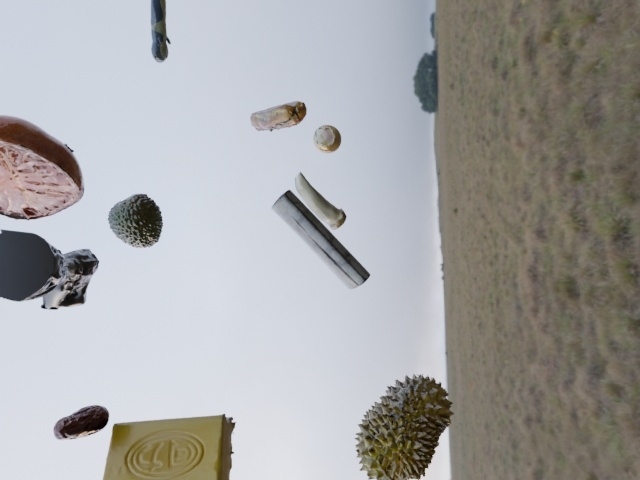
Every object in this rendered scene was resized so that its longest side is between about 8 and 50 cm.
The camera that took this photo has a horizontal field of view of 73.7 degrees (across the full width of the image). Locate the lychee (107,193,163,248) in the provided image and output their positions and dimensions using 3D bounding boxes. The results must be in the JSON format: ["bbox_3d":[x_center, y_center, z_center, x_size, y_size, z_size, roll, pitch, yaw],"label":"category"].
[{"bbox_3d":[-0.556,-0.053,1.301,0.171,0.171,0.171,-2,-90,-74],"label":"lychee"}]

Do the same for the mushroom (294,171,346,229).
[{"bbox_3d":[-0.005,-0.117,1.285,0.209,0.071,0.084,45,-175,-16],"label":"mushroom"}]

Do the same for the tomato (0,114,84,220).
[{"bbox_3d":[-0.558,-0.138,0.793,0.236,0.237,0.095,66,-162,-53],"label":"tomato"}]

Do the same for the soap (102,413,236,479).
[{"bbox_3d":[-0.397,0.580,1.135,0.096,0.325,0.204,76,-172,-58],"label":"soap"}]

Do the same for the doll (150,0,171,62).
[{"bbox_3d":[-0.275,-0.370,0.729,0.037,0.027,0.125,-77,-4,-65],"label":"doll"}]

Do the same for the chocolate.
[{"bbox_3d":[-0.250,0.028,0.394,0.070,0.072,0.147,55,162,-3],"label":"chocolate"}]

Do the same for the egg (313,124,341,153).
[{"bbox_3d":[0.020,-0.286,1.212,0.096,0.080,0.080,12,-103,-80],"label":"egg"}]

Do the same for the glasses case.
[{"bbox_3d":[0.000,0.000,1.098,0.060,0.299,0.114,-45,2,-20],"label":"glasses case"}]

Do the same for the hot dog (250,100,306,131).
[{"bbox_3d":[-0.073,-0.202,0.706,0.062,0.144,0.038,-27,-68,-28],"label":"hot dog"}]

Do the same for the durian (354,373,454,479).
[{"bbox_3d":[0.166,0.378,0.890,0.249,0.183,0.137,-47,-41,-37],"label":"durian"}]

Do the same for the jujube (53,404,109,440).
[{"bbox_3d":[-0.607,0.464,1.087,0.129,0.077,0.077,3,-95,-54],"label":"jujube"}]
